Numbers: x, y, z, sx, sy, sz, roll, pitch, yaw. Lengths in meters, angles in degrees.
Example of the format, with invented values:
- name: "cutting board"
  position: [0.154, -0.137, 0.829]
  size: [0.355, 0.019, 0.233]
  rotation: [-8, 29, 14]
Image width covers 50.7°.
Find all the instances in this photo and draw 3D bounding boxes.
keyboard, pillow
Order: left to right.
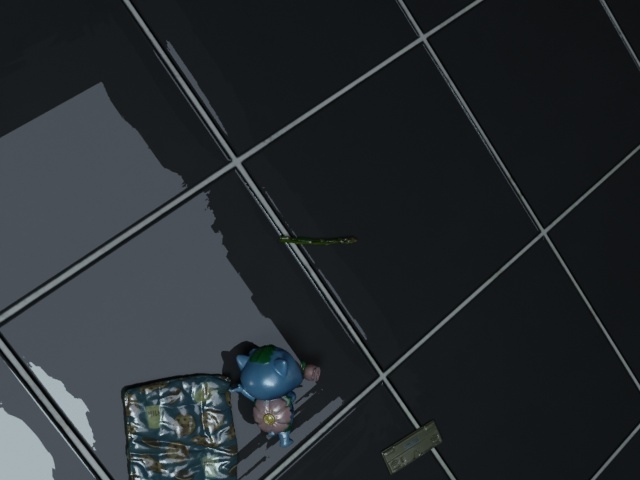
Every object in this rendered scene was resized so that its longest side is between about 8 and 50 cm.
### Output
- name: "pillow"
  position: [-0.233, 0.361, 1.146]
  size: [0.188, 0.034, 0.256]
  rotation: [-3, 86, -22]
- name: "keyboard"
  position: [0.180, 0.404, 1.319]
  size: [0.129, 0.015, 0.049]
  rotation: [-25, 89, -22]

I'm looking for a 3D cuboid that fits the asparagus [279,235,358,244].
- name: "asparagus"
  position: [0.000, 0.000, 1.285]
  size: [0.162, 0.016, 0.016]
  rotation: [1, 66, -21]

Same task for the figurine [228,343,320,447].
- name: "figurine"
  position: [-0.074, 0.262, 1.192]
  size: [0.144, 0.114, 0.178]
  rotation: [-21, 108, -50]
